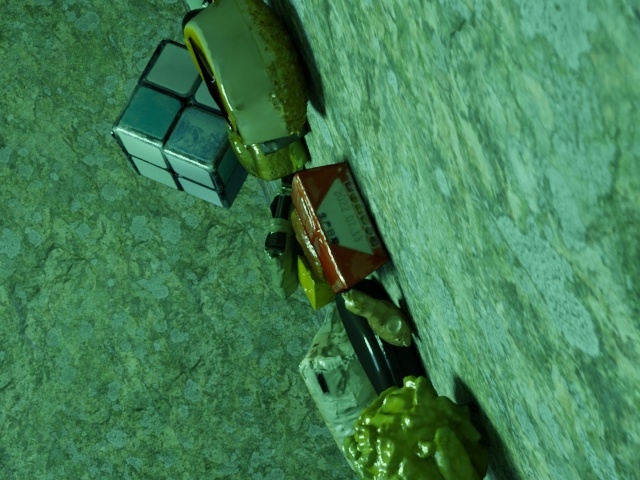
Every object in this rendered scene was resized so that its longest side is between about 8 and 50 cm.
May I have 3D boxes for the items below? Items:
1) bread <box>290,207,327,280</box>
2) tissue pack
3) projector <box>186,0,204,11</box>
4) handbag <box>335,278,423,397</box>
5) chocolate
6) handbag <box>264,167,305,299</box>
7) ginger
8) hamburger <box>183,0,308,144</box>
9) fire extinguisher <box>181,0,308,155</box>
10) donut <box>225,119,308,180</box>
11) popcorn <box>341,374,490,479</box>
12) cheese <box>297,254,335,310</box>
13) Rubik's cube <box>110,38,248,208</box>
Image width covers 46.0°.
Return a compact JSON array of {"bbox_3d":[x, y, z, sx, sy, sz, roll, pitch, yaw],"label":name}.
[{"bbox_3d":[0.000,0.000,1.812,0.199,0.104,0.199,156,90,-86],"label":"bread"},{"bbox_3d":[0.102,0.356,1.910,0.375,0.195,0.390,-56,-55,-71],"label":"tissue pack"},{"bbox_3d":[-0.317,-0.670,2.060,0.108,0.108,0.337,91,156,-75],"label":"projector"},{"bbox_3d":[0.124,0.212,1.589,0.308,0.093,0.253,-120,11,-48],"label":"handbag"},{"bbox_3d":[0.033,-0.023,1.452,0.237,0.108,0.234,122,125,-81],"label":"chocolate"},{"bbox_3d":[-0.080,-0.033,1.986,0.253,0.109,0.315,83,-164,-63],"label":"handbag"},{"bbox_3d":[0.108,0.135,1.411,0.165,0.067,0.096,39,-172,-17],"label":"ginger"},{"bbox_3d":[-0.124,-0.319,1.387,0.294,0.179,0.276,59,173,33],"label":"hamburger"},{"bbox_3d":[-0.165,-0.362,1.579,0.376,0.113,0.200,62,-166,-8],"label":"fire extinguisher"},{"bbox_3d":[-0.140,-0.251,1.835,0.208,0.128,0.261,64,165,-13],"label":"donut"},{"bbox_3d":[0.165,0.339,1.223,0.249,0.225,0.249,38,180,0],"label":"popcorn"},{"bbox_3d":[-0.006,0.094,1.917,0.093,0.126,0.171,62,-173,26],"label":"cheese"},{"bbox_3d":[-0.344,-0.316,2.109,0.313,0.318,0.316,22,164,9],"label":"Rubik's cube"}]
